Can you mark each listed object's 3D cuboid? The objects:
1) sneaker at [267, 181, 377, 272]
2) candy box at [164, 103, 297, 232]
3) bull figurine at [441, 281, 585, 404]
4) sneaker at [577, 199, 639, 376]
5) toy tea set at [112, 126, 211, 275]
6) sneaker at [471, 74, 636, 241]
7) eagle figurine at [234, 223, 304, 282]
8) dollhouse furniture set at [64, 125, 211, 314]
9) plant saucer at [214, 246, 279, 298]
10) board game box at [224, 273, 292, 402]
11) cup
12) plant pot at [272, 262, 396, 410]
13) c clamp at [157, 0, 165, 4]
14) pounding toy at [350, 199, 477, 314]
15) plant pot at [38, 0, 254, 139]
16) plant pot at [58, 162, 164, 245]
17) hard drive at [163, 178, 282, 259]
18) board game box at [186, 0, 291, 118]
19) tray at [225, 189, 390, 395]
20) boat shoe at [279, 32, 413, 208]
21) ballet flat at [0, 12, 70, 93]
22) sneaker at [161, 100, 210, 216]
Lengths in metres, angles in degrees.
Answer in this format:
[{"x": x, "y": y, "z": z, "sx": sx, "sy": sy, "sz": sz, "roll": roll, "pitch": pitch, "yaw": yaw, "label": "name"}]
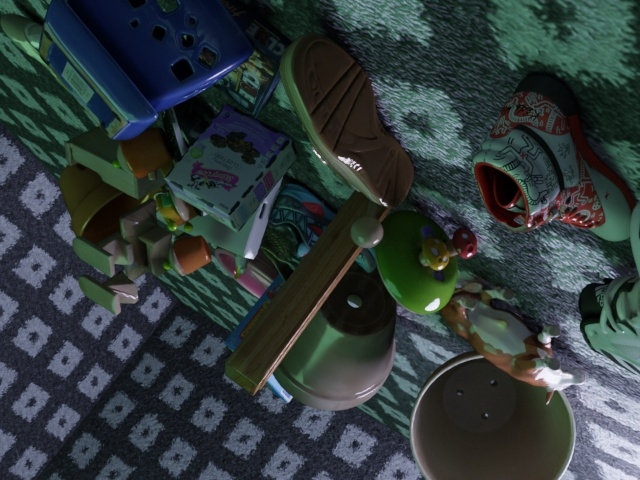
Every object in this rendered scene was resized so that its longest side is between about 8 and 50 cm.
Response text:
[{"x": 0.000, "y": 0.000, "z": 1.639, "sx": 0.261, "sy": 0.125, "sz": 0.104, "roll": 37, "pitch": 164, "yaw": 2, "label": "sneaker"}, {"x": -0.168, "y": -0.139, "z": 1.486, "sx": 0.164, "sy": 0.196, "sz": 0.070, "roll": 29, "pitch": 162, "yaw": 22, "label": "candy box"}, {"x": 0.363, "y": 0.189, "z": 1.463, "sx": 0.310, "sy": 0.101, "sz": 0.188, "roll": 32, "pitch": 159, "yaw": 8, "label": "bull figurine"}, {"x": 0.406, "y": 0.086, "z": 0.977, "sx": 0.257, "sy": 0.169, "sz": 0.447, "roll": 14, "pitch": 154, "yaw": 48, "label": "sneaker"}, {"x": -0.337, "y": -0.081, "z": 1.630, "sx": 0.200, "sy": 0.124, "sz": 0.336, "roll": 66, "pitch": -177, "yaw": -59, "label": "toy tea set"}, {"x": 0.274, "y": -0.050, "z": 0.923, "sx": 0.090, "sy": 0.145, "sz": 0.270, "roll": 14, "pitch": 152, "yaw": 52, "label": "sneaker"}, {"x": -0.153, "y": -0.006, "z": 1.910, "sx": 0.298, "sy": 0.225, "sz": 0.226, "roll": 11, "pitch": -146, "yaw": -16, "label": "eagle figurine"}, {"x": -0.511, "y": -0.082, "z": 2.091, "sx": 0.256, "sy": 0.362, "sz": 0.394, "roll": 27, "pitch": 133, "yaw": 26, "label": "dollhouse furniture set"}, {"x": -0.161, "y": 0.104, "z": 2.313, "sx": 0.332, "sy": 0.084, "sz": 0.332, "roll": 33, "pitch": 164, "yaw": 11, "label": "plant saucer"}, {"x": -0.079, "y": 0.246, "z": 2.138, "sx": 0.086, "sy": 0.308, "sz": 0.302, "roll": 27, "pitch": 160, "yaw": 35, "label": "board game box"}, {"x": 0.353, "y": 0.371, "z": 1.684, "sx": 0.331, "sy": 0.331, "sz": 0.237, "roll": 37, "pitch": -170, "yaw": -1, "label": "cup"}, {"x": 0.047, "y": 0.201, "z": 1.841, "sx": 0.323, "sy": 0.323, "sz": 0.280, "roll": 34, "pitch": 147, "yaw": 9, "label": "plant pot"}, {"x": -0.300, "y": -0.437, "z": 1.260, "sx": 0.137, "sy": 0.022, "sz": 0.160, "roll": 43, "pitch": 163, "yaw": -19, "label": "c clamp"}, {"x": 0.173, "y": 0.003, "z": 1.292, "sx": 0.110, "sy": 0.183, "sz": 0.237, "roll": -25, "pitch": 116, "yaw": 43, "label": "pounding toy"}, {"x": -0.271, "y": -0.285, "z": 1.139, "sx": 0.236, "sy": 0.212, "sz": 0.236, "roll": 51, "pitch": 162, "yaw": -15, "label": "plant pot"}, {"x": -0.645, "y": -0.142, "z": 2.351, "sx": 0.203, "sy": 0.290, "sz": 0.291, "roll": 51, "pitch": 167, "yaw": 15, "label": "plant pot"}, {"x": -0.216, "y": -0.095, "z": 1.700, "sx": 0.307, "sy": 0.203, "sz": 0.040, "roll": 19, "pitch": -179, "yaw": 44, "label": "hard drive"}, {"x": -0.138, "y": -0.300, "z": 1.263, "sx": 0.165, "sy": 0.042, "sz": 0.243, "roll": 38, "pitch": 163, "yaw": -4, "label": "board game box"}, {"x": -0.019, "y": 0.086, "z": 1.409, "sx": 0.076, "sy": 0.411, "sz": 0.203, "roll": 35, "pitch": 163, "yaw": 3, "label": "tray"}, {"x": 0.022, "y": -0.167, "z": 1.160, "sx": 0.110, "sy": 0.122, "sz": 0.341, "roll": 21, "pitch": 158, "yaw": 41, "label": "boat shoe"}, {"x": -0.625, "y": -0.444, "z": 1.823, "sx": 0.248, "sy": 0.086, "sz": 0.086, "roll": 43, "pitch": 162, "yaw": -25, "label": "ballet flat"}, {"x": -0.238, "y": -0.198, "z": 1.606, "sx": 0.107, "sy": 0.124, "sz": 0.283, "roll": 154, "pitch": 97, "yaw": -73, "label": "sneaker"}]
